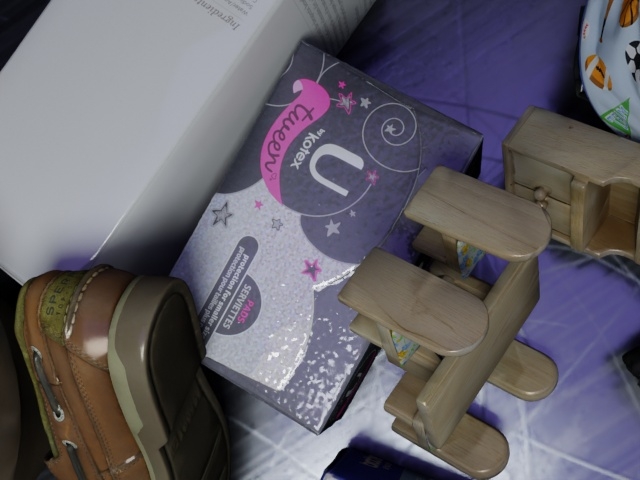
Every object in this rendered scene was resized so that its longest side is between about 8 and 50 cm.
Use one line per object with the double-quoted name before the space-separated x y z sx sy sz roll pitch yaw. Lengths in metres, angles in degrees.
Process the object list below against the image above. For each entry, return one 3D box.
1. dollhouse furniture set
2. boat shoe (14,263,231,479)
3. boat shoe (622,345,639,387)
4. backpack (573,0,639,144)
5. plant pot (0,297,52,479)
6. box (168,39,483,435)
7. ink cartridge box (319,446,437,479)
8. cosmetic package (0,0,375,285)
"dollhouse furniture set" 0.159 0.044 0.636 0.161 0.212 0.242 26 66 29
"boat shoe" -0.135 0.141 0.652 0.104 0.111 0.307 8 125 13
"boat shoe" 0.393 0.162 0.645 0.158 0.127 0.340 -45 79 9
"backpack" 0.324 -0.151 0.629 0.263 0.213 0.277 10 87 -6
"plant pot" -0.333 0.130 0.678 0.323 0.280 0.323 -1 83 9
"box" 0.000 0.000 0.716 0.163 0.142 0.247 29 88 10
"ink cartridge box" 0.089 0.327 0.659 0.395 0.151 0.270 20 88 9
"cosmetic package" -0.115 -0.125 0.722 0.155 0.197 0.366 36 88 11
